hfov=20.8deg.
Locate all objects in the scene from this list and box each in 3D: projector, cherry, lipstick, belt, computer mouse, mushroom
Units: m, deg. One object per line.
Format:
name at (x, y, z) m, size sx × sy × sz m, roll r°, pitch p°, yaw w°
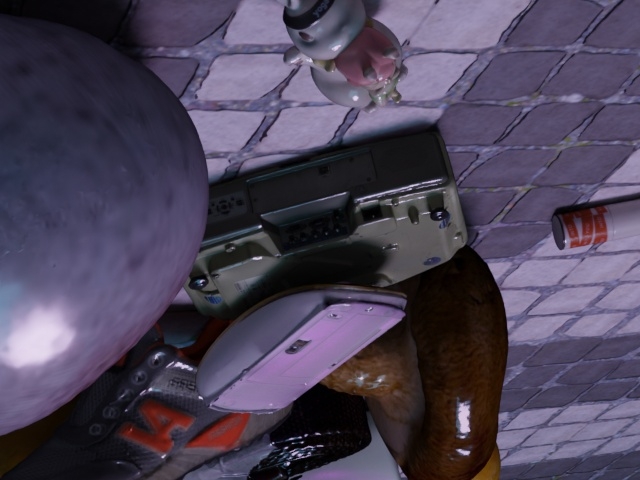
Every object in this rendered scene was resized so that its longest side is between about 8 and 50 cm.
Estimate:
projector at (0.000, 0.000, 1.628) m, size 0.269 × 0.088 × 0.193 m, roll -15°, pitch 154°, yaw 4°
cherry at (-0.239, -0.025, 1.228) m, size 0.335 × 0.291 × 0.326 m, roll -30°, pitch 148°, yaw -11°
lipstick at (0.308, -0.020, 1.820) m, size 0.131 × 0.038 × 0.038 m, roll -10°, pitch 156°, yaw -9°
belt at (-0.082, 0.225, 1.991) m, size 0.289 × 0.164 × 0.184 m, roll -23°, pitch 161°, yaw 25°
computer mouse at (-0.021, 0.093, 1.636) m, size 0.126 × 0.056 × 0.245 m, roll 6°, pitch 149°, yaw -35°
mushroom at (0.094, 0.133, 1.787) m, size 0.254 × 0.267 × 0.267 m, roll -22°, pitch 155°, yaw 17°

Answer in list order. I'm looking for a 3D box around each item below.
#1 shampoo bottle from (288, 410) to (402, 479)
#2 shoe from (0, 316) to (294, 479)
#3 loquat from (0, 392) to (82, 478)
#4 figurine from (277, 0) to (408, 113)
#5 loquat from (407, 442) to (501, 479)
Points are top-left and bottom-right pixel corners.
shampoo bottle at (-0.067, 0.332, 2.255) m, size 0.349 × 0.151 × 0.222 m, roll -16°, pitch 162°, yaw 1°
shoe at (-0.189, 0.159, 1.764) m, size 0.336 × 0.171 × 0.132 m, roll -24°, pitch -165°, yaw -29°
loquat at (-0.293, 0.245, 1.910) m, size 0.227 × 0.179 × 0.179 m, roll -27°, pitch 154°, yaw 25°
figurine at (0.023, -0.157, 1.299) m, size 0.098 × 0.081 × 0.146 m, roll 18°, pitch 165°, yaw 21°
loquat at (0.176, 0.296, 2.330) m, size 0.141 × 0.141 × 0.141 m, roll -12°, pitch 156°, yaw -5°
